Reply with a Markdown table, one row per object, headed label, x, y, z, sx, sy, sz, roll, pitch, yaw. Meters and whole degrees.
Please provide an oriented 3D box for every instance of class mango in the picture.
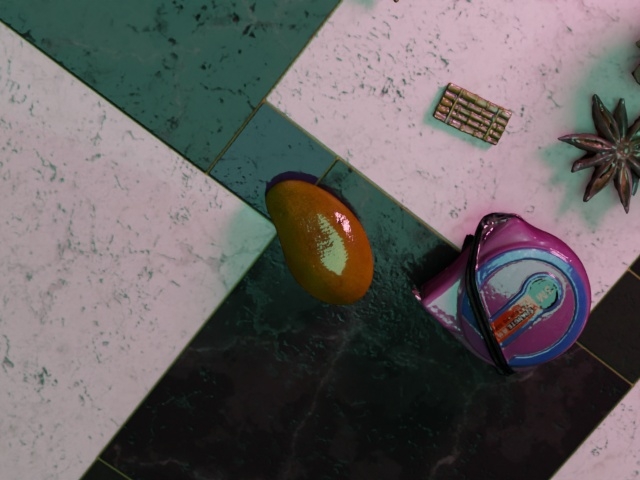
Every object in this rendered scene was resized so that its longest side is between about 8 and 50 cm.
| label | x | y | z | sx | sy | sz | roll | pitch | yaw |
| --- | --- | --- | --- | --- | --- | --- | --- | --- | --- |
| mango | 0.000 | 0.000 | 1.794 | 0.136 | 0.099 | 0.227 | -32 | 97 | 12 |

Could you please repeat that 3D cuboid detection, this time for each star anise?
| label | x | y | z | sx | sy | sz | roll | pitch | yaw |
| --- | --- | --- | --- | --- | --- | --- | --- | --- | --- |
| star anise | 0.473 | -0.149 | 1.801 | 0.195 | 0.065 | 0.182 | -41 | 99 | 11 |

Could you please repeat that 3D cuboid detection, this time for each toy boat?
| label | x | y | z | sx | sy | sz | roll | pitch | yaw |
| --- | --- | --- | --- | --- | --- | --- | --- | --- | --- |
| toy boat | 0.239 | -0.199 | 1.793 | 0.115 | 0.016 | 0.063 | 23 | 102 | -9 |

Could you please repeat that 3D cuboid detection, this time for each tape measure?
| label | x | y | z | sx | sy | sz | roll | pitch | yaw |
| --- | --- | --- | --- | --- | --- | --- | --- | --- | --- |
| tape measure | 0.304 | 0.081 | 1.814 | 0.231 | 0.149 | 0.245 | -43 | 97 | 11 |

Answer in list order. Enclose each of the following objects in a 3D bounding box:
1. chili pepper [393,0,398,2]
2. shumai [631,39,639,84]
| label | x | y | z | sx | sy | sz | roll | pitch | yaw |
| --- | --- | --- | --- | --- | --- | --- | --- | --- | --- |
| chili pepper | 0.038 | -0.430 | 1.706 | 0.208 | 0.043 | 0.049 | 28 | 139 | -6 |
| shumai | 0.598 | -0.291 | 1.710 | 0.189 | 0.218 | 0.256 | -29 | 109 | -31 |
